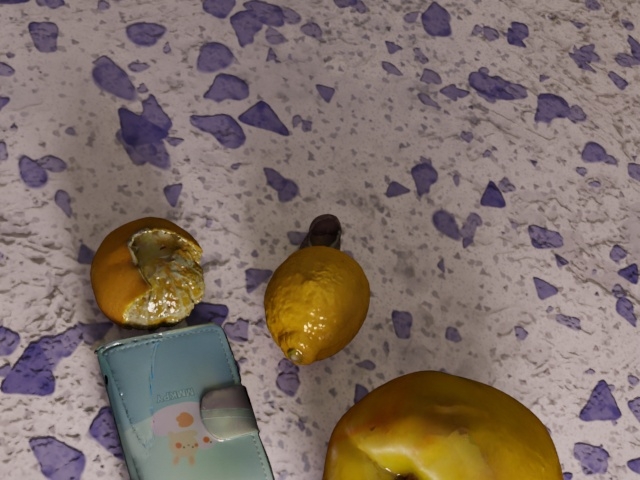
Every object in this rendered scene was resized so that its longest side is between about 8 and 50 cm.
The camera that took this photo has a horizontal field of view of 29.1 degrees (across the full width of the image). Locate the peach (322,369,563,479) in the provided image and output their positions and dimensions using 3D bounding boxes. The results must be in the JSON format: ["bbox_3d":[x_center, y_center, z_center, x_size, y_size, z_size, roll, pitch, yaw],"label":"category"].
[{"bbox_3d":[0.156,0.307,1.518,0.308,0.289,0.289,23,40,-60],"label":"peach"}]

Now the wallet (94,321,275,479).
[{"bbox_3d":[-0.166,0.233,1.536,0.176,0.075,0.250,-9,65,-24],"label":"wallet"}]

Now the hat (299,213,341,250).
[{"bbox_3d":[-0.001,0.003,1.781,0.058,0.042,0.087,16,89,-10],"label":"hat"}]

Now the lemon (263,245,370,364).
[{"bbox_3d":[-0.008,0.087,1.656,0.142,0.142,0.187,28,47,-5],"label":"lemon"}]

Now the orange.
[{"bbox_3d":[-0.221,0.042,1.599,0.156,0.134,0.157,4,59,-7],"label":"orange"}]
